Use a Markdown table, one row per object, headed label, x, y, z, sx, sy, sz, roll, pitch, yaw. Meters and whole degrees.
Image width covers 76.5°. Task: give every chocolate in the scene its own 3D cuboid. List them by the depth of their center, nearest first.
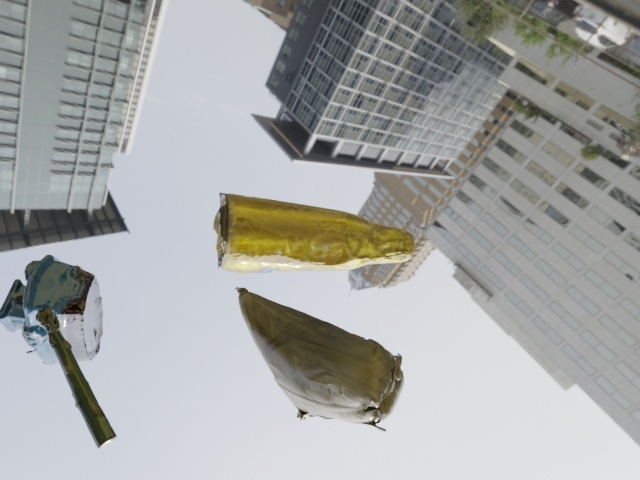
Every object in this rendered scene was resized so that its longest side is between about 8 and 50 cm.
| label | x | y | z | sx | sy | sz | roll | pitch | yaw |
| --- | --- | --- | --- | --- | --- | --- | --- | --- | --- |
| chocolate | 0.000 | 0.000 | 0.869 | 0.446 | 0.162 | 0.162 | 5 | -142 | -20 |

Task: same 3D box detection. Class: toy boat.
| label | x | y | z | sx | sy | sz | roll | pitch | yaw |
| --- | --- | --- | --- | --- | --- | --- | --- | --- | --- |
| toy boat | -0.314 | 0.093 | 0.474 | 0.097 | 0.223 | 0.100 | 13 | -124 | -18 |

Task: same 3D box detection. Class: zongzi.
| label | x | y | z | sx | sy | sz | roll | pitch | yaw |
| --- | --- | --- | --- | --- | --- | --- | --- | --- | --- |
| zongzi | -0.012 | 0.124 | 0.482 | 0.099 | 0.194 | 0.197 | -41 | -80 | -36 |

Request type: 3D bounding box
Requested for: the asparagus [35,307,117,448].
| label | x | y | z | sx | sy | sz | roll | pitch | yaw |
| --- | --- | --- | --- | --- | --- | --- | --- | --- | --- |
| asparagus | -0.201 | 0.109 | 0.331 | 0.127 | 0.018 | 0.015 | 53 | -150 | 15 |
